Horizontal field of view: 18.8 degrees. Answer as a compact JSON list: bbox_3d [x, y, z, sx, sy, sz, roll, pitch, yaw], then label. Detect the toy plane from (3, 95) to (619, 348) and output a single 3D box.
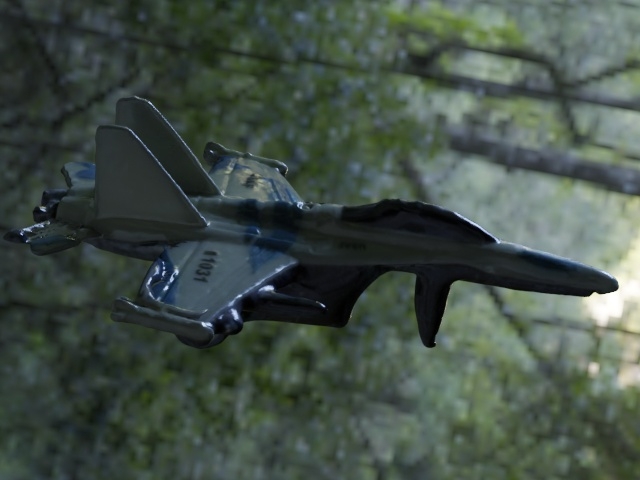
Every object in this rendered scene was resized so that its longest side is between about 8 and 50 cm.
[{"bbox_3d":[-0.002,0.010,0.864,0.192,0.262,0.088,-66,173,-65],"label":"toy plane"}]
